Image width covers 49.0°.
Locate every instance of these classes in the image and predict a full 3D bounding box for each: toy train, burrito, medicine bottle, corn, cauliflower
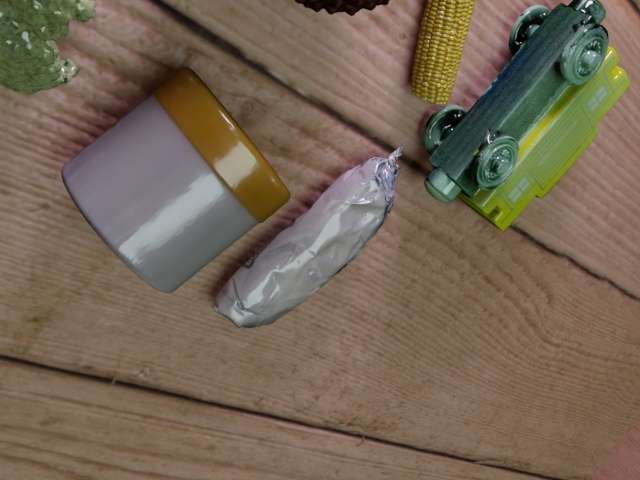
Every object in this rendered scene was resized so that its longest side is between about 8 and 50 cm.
[{"bbox_3d":[0.382,-0.223,1.297,0.442,0.179,0.272,-50,137,6],"label":"toy train"},{"bbox_3d":[0.000,0.000,1.257,0.445,0.101,0.139,-43,127,0],"label":"burrito"},{"bbox_3d":[-0.201,-0.083,0.995,0.231,0.238,0.238,-38,131,0],"label":"medicine bottle"},{"bbox_3d":[0.205,-0.349,1.160,0.081,0.081,0.249,-7,123,-27],"label":"corn"},{"bbox_3d":[-0.342,-0.327,0.799,0.272,0.275,0.250,53,46,-13],"label":"cauliflower"}]

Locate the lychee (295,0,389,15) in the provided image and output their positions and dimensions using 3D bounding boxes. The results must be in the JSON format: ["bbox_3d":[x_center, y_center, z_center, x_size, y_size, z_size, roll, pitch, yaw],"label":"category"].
[{"bbox_3d":[0.022,-0.435,0.862,0.305,0.330,0.306,-1,101,-5],"label":"lychee"}]
